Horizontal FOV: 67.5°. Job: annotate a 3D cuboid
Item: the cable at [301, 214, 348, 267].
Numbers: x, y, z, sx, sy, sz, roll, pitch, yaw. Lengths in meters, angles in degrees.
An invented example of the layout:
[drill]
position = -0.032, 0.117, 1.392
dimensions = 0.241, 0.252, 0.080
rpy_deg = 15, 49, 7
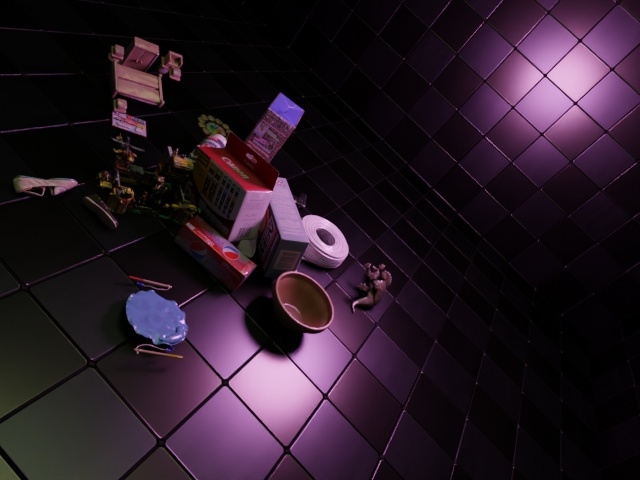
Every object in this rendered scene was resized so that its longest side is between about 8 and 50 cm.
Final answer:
[cable]
position = 0.000, 0.000, 2.014
dimensions = 0.256, 0.089, 0.257
rpy_deg = 26, 35, -25

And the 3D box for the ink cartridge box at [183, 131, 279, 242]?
[ink cartridge box]
position = -0.318, -0.195, 1.657
dimensions = 0.309, 0.272, 0.130
rpy_deg = 41, 29, 30

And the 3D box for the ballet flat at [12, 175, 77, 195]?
[ballet flat]
position = -0.788, -0.151, 1.375
dimensions = 0.168, 0.057, 0.053
rpy_deg = -2, 80, -45

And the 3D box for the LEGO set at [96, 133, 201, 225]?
[LEGO set]
position = -0.535, -0.206, 1.571
dimensions = 0.331, 0.192, 0.255
rpy_deg = 17, 39, -34

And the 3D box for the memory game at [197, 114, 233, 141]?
[memory game]
position = -0.474, -0.507, 2.180
dimensions = 0.186, 0.012, 0.186
rpy_deg = 29, 33, -21

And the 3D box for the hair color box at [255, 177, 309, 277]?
[hair color box]
position = -0.165, -0.057, 1.764
dimensions = 0.113, 0.186, 0.375
rpy_deg = 8, 38, -26

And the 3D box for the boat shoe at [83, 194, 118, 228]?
[boat shoe]
position = -0.651, -0.089, 1.438
dimensions = 0.133, 0.049, 0.042
rpy_deg = 42, 39, 8

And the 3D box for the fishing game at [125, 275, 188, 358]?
[fishing game]
position = -0.448, 0.213, 1.308
dimensions = 0.189, 0.041, 0.264
rpy_deg = 21, 31, -44

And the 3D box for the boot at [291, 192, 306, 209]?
[boot]
position = -0.117, -0.193, 2.167
dimensions = 0.099, 0.045, 0.121
rpy_deg = 25, 36, -20

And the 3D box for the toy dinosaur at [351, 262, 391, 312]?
[toy dinosaur]
position = 0.226, 0.199, 1.990
dimensions = 0.160, 0.120, 0.314
rpy_deg = 63, 34, -33

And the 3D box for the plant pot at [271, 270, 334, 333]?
[plant pot]
position = -0.079, 0.230, 1.628
dimensions = 0.237, 0.110, 0.238
rpy_deg = 29, 33, -21

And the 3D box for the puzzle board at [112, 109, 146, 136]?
[puzzle board]
position = -0.729, -0.449, 1.827
dimensions = 0.128, 0.011, 0.097
rpy_deg = 15, 40, -36

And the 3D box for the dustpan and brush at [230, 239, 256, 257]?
[dustpan and brush]
position = -0.298, -0.050, 1.771
dimensions = 0.147, 0.060, 0.211
rpy_deg = 25, 35, -26

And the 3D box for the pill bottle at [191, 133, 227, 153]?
[pill bottle]
position = -0.445, -0.363, 1.947
dimensions = 0.107, 0.108, 0.180
rpy_deg = 34, 32, -13

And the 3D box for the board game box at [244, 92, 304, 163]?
[board game box]
position = -0.228, -0.480, 2.151
dimensions = 0.141, 0.291, 0.232
rpy_deg = 35, 32, -13

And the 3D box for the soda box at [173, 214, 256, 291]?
[soda box]
position = -0.346, 0.043, 1.574
dimensions = 0.263, 0.092, 0.083
rpy_deg = 41, 31, -1

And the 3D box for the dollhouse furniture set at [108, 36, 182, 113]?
[dollhouse furniture set]
position = -0.734, -0.626, 1.988
dimensions = 0.303, 0.173, 0.356
rpy_deg = 7, 67, -42
